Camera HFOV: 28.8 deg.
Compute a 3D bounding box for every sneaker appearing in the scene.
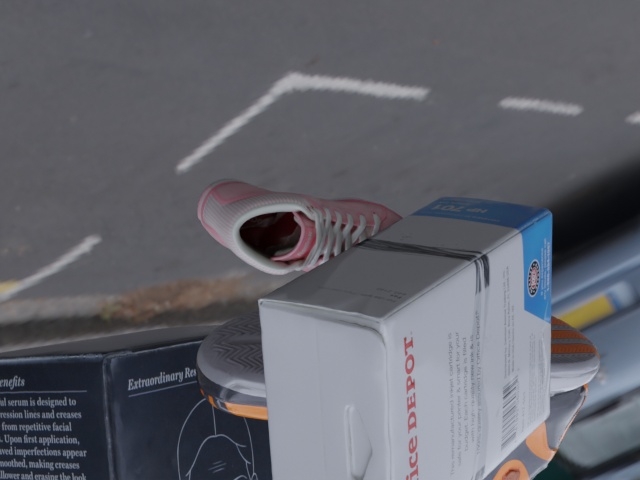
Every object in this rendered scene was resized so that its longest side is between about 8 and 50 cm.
[{"bbox_3d":[0.053,0.149,0.923,0.321,0.124,0.180,4,115,-23],"label":"sneaker"},{"bbox_3d":[0.000,0.000,0.716,0.134,0.051,0.070,12,-170,-21],"label":"sneaker"}]

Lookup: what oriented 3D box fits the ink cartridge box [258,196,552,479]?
[{"bbox_3d":[0.056,0.069,0.696,0.082,0.139,0.191,11,-157,34],"label":"ink cartridge box"}]

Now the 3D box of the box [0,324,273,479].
[{"bbox_3d":[-0.177,0.293,1.253,0.212,0.395,0.293,-5,179,33],"label":"box"}]
